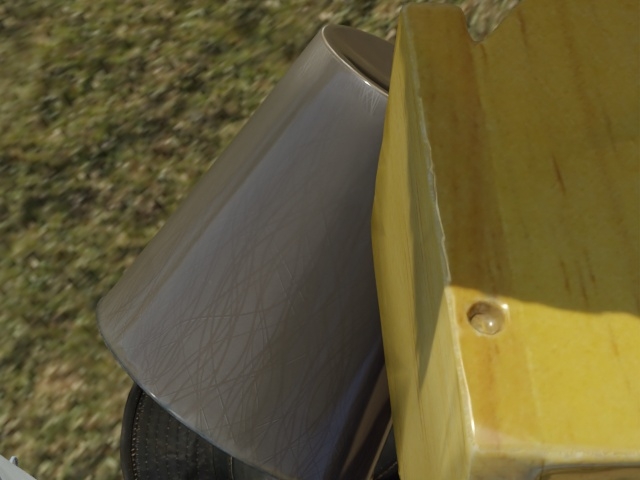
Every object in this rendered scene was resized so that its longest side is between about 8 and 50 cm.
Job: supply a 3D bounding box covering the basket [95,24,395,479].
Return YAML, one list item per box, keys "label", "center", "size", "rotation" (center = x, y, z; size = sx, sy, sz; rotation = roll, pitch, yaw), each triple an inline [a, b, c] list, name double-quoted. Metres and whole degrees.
- label: "basket"
  center: [0.000, 0.000, 1.010]
  size: [0.204, 0.154, 0.227]
  rotation: [36, 110, 16]

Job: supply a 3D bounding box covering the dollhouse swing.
- label: "dollhouse swing"
  center: [0.196, 0.096, 0.808]
  size: [0.346, 0.315, 0.305]
  rotation: [0, 145, -9]

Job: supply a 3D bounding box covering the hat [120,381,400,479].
- label: "hat"
  center: [0.026, 0.157, 1.280]
  size: [0.331, 0.134, 0.331]
  rotation: [-7, 107, -23]

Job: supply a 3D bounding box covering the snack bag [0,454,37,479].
- label: "snack bag"
  center: [-0.181, 0.257, 1.226]
  size: [0.037, 0.323, 0.342]
  rotation: [-42, 136, -2]
